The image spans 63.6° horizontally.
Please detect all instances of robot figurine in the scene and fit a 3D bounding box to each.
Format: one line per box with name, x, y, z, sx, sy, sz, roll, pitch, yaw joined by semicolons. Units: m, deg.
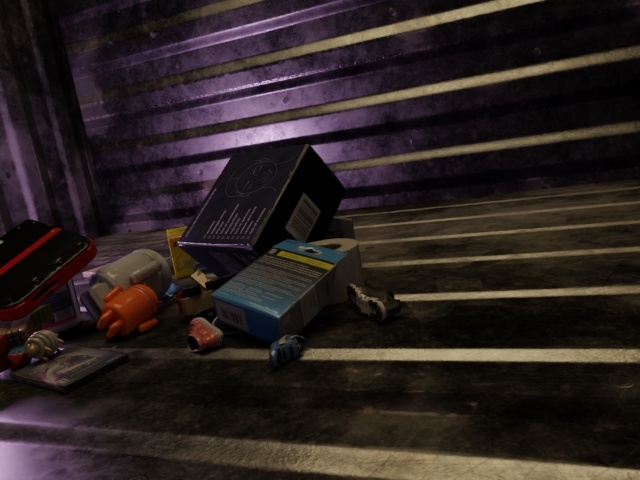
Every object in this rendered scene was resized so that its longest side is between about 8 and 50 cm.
robot figurine;-0.695;0.157;1.899;0.300;0.199;0.353;-25;7;39
robot figurine;-0.624;0.230;1.701;0.158;0.128;0.219;11;31;24

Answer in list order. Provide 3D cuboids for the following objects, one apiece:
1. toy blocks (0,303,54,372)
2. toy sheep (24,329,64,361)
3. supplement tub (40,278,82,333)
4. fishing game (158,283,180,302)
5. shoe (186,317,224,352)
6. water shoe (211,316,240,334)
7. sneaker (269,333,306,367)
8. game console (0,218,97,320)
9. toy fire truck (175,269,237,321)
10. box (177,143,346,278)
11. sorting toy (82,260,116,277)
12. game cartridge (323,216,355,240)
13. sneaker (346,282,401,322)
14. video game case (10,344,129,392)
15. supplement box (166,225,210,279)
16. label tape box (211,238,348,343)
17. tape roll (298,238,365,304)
toy blocks;-1.008;0.331;1.516;0.382;0.190;0.261;-12;23;-13
toy sheep;-0.811;0.305;1.513;0.091;0.091;0.132;-8;8;7
supplement tub;-0.982;0.191;1.846;0.191;0.272;0.191;-9;11;2
fishing game;-0.670;0.213;2.085;0.264;0.041;0.189;4;16;16
shoe;-0.354;0.270;1.482;0.081;0.063;0.178;-12;15;-39
water shoe;-0.240;0.241;1.580;0.203;0.073;0.080;-19;-14;-32
sneaker;-0.083;0.272;1.290;0.059;0.053;0.144;-2;14;21
game console;-0.979;0.085;1.694;0.342;0.060;0.386;14;41;19
toy fire truck;-0.409;0.182;1.801;0.217;0.158;0.246;-18;2;-34
box;-0.230;-0.094;2.041;0.472;0.297;0.479;3;58;42
sorting toy;-0.927;0.156;2.436;0.256;0.089;0.257;-2;13;33
game cartridge;0.000;0.000;2.189;0.297;0.198;0.062;-8;4;4
sneaker;0.160;0.176;1.522;0.106;0.078;0.234;-11;15;-21
video game case;-0.705;0.355;1.452;0.274;0.026;0.196;-1;14;33
supplement box;-0.628;0.040;2.501;0.194;0.195;0.356;-13;12;-16
label tape box;-0.105;0.137;1.519;0.249;0.115;0.348;14;35;33
tape roll;0.020;0.103;1.742;0.246;0.169;0.246;-8;12;2
